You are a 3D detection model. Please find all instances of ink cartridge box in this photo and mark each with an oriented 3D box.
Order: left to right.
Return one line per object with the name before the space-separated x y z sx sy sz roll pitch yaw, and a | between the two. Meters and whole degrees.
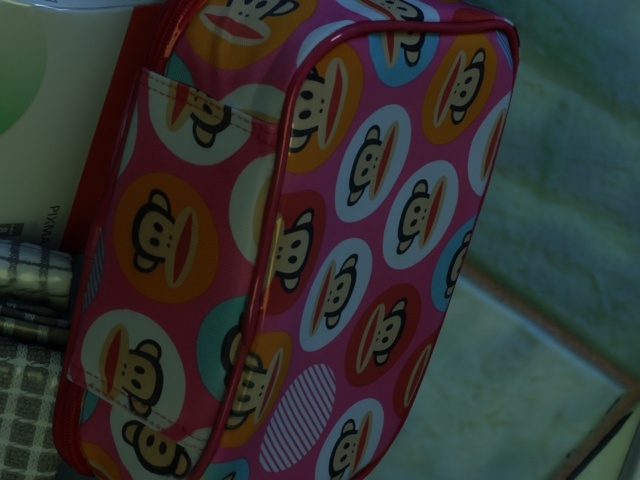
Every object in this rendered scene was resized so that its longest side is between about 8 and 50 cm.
ink cartridge box | -0.146 -0.056 0.943 0.224 0.056 0.181 16 125 -9

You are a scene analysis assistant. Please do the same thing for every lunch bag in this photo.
lunch bag | 0.000 0.000 0.917 0.120 0.258 0.293 28 111 31

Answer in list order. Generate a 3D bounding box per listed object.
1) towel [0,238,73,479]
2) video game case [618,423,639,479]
towel | -0.263 0.123 0.968 0.235 0.121 0.284 13 124 -10
video game case | 0.349 0.106 1.084 0.285 0.025 0.204 12 112 -10
